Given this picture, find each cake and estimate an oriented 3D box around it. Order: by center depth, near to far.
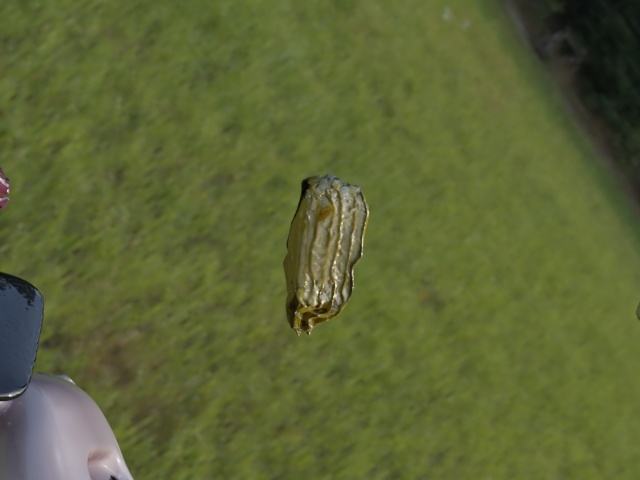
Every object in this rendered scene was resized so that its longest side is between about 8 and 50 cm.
[{"bbox_3d":[0.004,0.000,1.533,0.116,0.079,0.185,-99,-170,-64],"label":"cake"}]

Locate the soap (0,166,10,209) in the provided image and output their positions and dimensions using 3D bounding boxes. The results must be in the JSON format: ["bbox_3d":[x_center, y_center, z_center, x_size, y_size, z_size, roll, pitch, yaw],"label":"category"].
[{"bbox_3d":[-0.341,-0.044,1.042,0.099,0.249,0.162,62,25,-49],"label":"soap"}]

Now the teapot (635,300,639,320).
[{"bbox_3d":[0.278,-0.028,0.921,0.107,0.200,0.077,-9,35,-43],"label":"teapot"}]

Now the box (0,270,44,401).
[{"bbox_3d":[-0.364,0.078,1.417,0.201,0.042,0.212,18,27,-17],"label":"box"}]

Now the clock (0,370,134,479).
[{"bbox_3d":[-0.280,0.308,1.627,0.326,0.184,0.342,55,9,12],"label":"clock"}]
